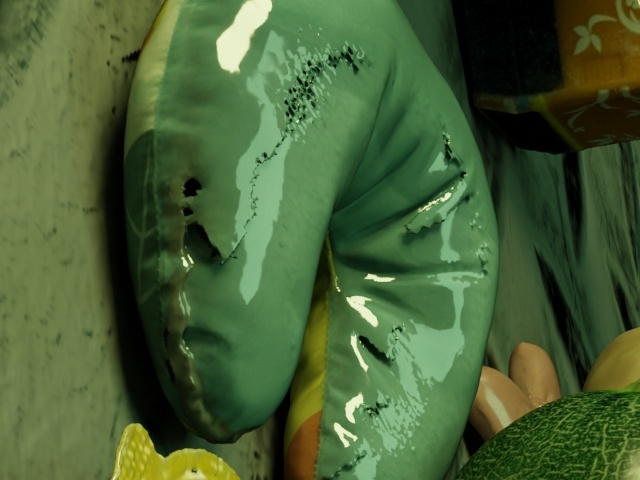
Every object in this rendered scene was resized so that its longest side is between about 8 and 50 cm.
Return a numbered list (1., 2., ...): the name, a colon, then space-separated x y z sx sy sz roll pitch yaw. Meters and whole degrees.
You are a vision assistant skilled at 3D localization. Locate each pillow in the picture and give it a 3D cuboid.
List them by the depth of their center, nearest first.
1. pillow: 0.000 0.000 0.675 0.233 0.086 0.214 56 36 -50

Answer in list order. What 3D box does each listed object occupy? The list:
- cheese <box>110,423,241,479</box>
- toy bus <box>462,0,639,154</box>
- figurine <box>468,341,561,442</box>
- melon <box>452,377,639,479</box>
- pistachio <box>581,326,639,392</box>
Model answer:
1. cheese: -0.015 0.171 0.516 0.177 0.069 0.270 -78 153 -54
2. toy bus: 0.186 -0.232 1.273 0.162 0.194 0.323 26 56 -69
3. figurine: 0.220 0.238 1.011 0.421 0.193 0.154 68 18 6
4. melon: 0.111 0.179 0.697 0.182 0.182 0.287 27 73 -69
5. pistachio: 0.261 0.198 1.227 0.193 0.214 0.318 -29 124 -28
